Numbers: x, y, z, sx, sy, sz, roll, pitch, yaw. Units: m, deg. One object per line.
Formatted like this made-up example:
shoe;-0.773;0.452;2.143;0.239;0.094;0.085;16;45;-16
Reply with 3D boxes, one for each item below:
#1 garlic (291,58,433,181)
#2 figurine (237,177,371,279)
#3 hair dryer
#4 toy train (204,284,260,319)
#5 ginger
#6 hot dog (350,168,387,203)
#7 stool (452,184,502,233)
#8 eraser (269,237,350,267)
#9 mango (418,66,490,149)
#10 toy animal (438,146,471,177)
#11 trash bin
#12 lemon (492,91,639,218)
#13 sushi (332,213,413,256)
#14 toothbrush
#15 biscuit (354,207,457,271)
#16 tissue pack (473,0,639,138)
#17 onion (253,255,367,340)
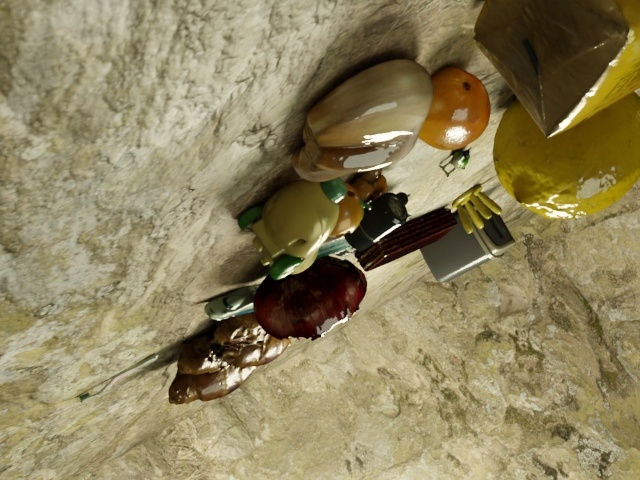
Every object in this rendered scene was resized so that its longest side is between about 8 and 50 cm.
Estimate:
garlic;0.081;-0.170;1.065;0.228;0.110;0.217;-28;163;-20
figurine;-0.020;-0.031;1.311;0.222;0.124;0.324;-35;171;-5
hair dryer;0.142;-0.062;1.487;0.124;0.072;0.219;-34;-179;36
toy train;-0.184;0.141;1.688;0.051;0.052;0.234;-41;164;21
ginger;-0.243;0.303;1.908;0.357;0.152;0.274;-36;167;6
hot dog;0.087;-0.102;1.439;0.089;0.060;0.140;-32;176;-15
stool;0.485;-0.098;2.283;0.135;0.110;0.134;-33;166;-8
eraser;0.000;0.000;1.533;0.225;0.052;0.095;-18;163;-17
mango;0.221;-0.210;1.257;0.141;0.102;0.217;-27;165;-1
toy animal;0.324;-0.181;1.759;0.075;0.041;0.217;-35;172;2
trash bin;0.498;0.005;2.495;0.290;0.210;0.182;-33;170;26
lemon;0.538;-0.208;1.576;0.336;0.336;0.336;-31;167;-8
sushi;0.092;-0.035;1.695;0.210;0.040;0.192;-30;160;20
toothbrush;-0.474;0.326;1.730;0.204;0.022;0.017;-29;151;-19
biscuit;0.262;-0.007;2.169;0.388;0.073;0.107;-21;164;-44
tissue pack;0.429;-0.351;0.957;0.381;0.228;0.293;-32;168;-11
onion;-0.028;0.094;1.629;0.271;0.195;0.272;-11;-157;5
